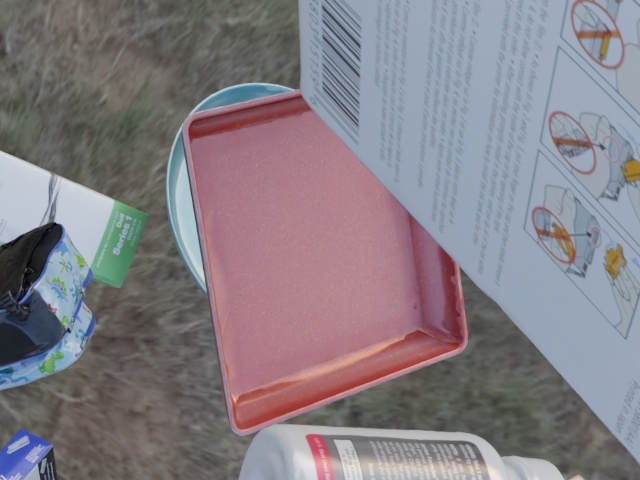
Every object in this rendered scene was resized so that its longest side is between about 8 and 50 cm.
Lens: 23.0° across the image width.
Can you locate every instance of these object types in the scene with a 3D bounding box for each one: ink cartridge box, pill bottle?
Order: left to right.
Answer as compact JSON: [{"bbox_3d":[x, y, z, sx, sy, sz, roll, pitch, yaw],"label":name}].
[{"bbox_3d":[-0.321,-0.036,1.668,0.219,0.160,0.092,26,83,-44],"label":"ink cartridge box"},{"bbox_3d":[-0.324,0.304,1.693,0.046,0.207,0.097,25,50,19],"label":"ink cartridge box"},{"bbox_3d":[0.088,0.280,1.601,0.318,0.176,0.176,5,85,-22],"label":"pill bottle"},{"bbox_3d":[0.080,-0.065,0.479,0.060,0.275,0.239,-33,63,-18],"label":"ink cartridge box"}]

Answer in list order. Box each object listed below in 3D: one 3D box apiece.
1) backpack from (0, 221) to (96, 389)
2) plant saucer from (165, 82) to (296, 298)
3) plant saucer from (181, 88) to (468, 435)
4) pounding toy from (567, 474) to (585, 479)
[{"bbox_3d":[-0.216,0.049,1.141,0.105,0.114,0.084,-20,118,23],"label":"backpack"},{"bbox_3d":[-0.043,-0.023,1.763,0.317,0.043,0.318,15,62,-31],"label":"plant saucer"},{"bbox_3d":[0.000,0.000,1.297,0.259,0.047,0.258,-17,104,-37],"label":"plant saucer"},{"bbox_3d":[0.233,0.293,1.458,0.141,0.130,0.100,-24,56,-30],"label":"pounding toy"}]
